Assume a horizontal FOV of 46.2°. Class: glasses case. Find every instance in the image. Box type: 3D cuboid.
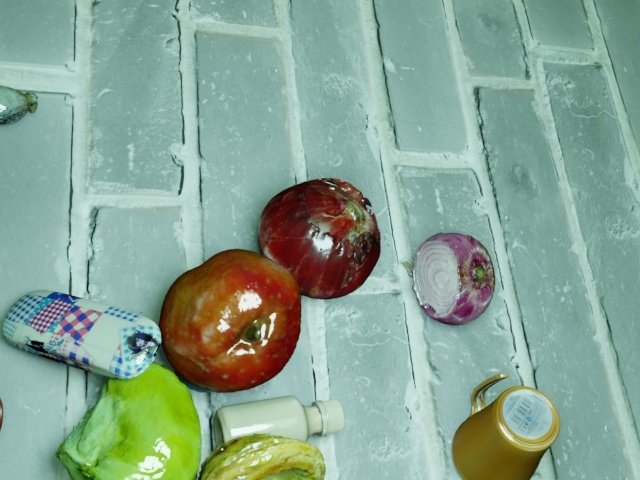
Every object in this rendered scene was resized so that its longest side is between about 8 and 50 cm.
[{"bbox_3d":[-0.453,0.173,1.418,0.328,0.076,0.125,13,53,19],"label":"glasses case"}]

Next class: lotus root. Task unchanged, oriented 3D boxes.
[{"bbox_3d":[-0.688,-0.290,1.613,0.165,0.088,0.088,-10,70,-32],"label":"lotus root"}]

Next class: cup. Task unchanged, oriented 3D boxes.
[{"bbox_3d":[0.381,0.389,1.555,0.183,0.264,0.226,-7,58,-12],"label":"cup"}]

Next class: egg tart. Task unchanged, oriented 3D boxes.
[{"bbox_3d":[-0.129,0.446,1.366,0.294,0.294,0.123,-15,45,-23],"label":"egg tart"}]

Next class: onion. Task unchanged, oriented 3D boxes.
[{"bbox_3d":[0.000,0.000,1.613,0.276,0.276,0.276,7,65,-15],"label":"onion"},{"bbox_3d":[0.314,0.085,1.712,0.201,0.200,0.207,-9,57,-21],"label":"onion"}]

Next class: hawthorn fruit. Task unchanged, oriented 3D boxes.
[{"bbox_3d":[-0.159,0.158,1.427,0.287,0.330,0.286,0,91,-21],"label":"hawthorn fruit"}]

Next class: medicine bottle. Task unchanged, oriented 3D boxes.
[{"bbox_3d":[-0.078,0.367,1.490,0.252,0.114,0.114,-6,69,-20],"label":"medicine bottle"}]

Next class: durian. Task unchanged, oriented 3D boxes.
[{"bbox_3d":[-0.333,0.377,1.358,0.256,0.204,0.339,26,60,8],"label":"durian"}]

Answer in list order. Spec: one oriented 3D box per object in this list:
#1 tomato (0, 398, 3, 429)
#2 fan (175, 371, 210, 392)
[{"bbox_3d":[-0.686,0.304,1.312,0.233,0.139,0.200,31,68,-3],"label":"tomato"},{"bbox_3d":[-0.238,0.231,1.561,0.113,0.005,0.175,18,63,-9],"label":"fan"}]
